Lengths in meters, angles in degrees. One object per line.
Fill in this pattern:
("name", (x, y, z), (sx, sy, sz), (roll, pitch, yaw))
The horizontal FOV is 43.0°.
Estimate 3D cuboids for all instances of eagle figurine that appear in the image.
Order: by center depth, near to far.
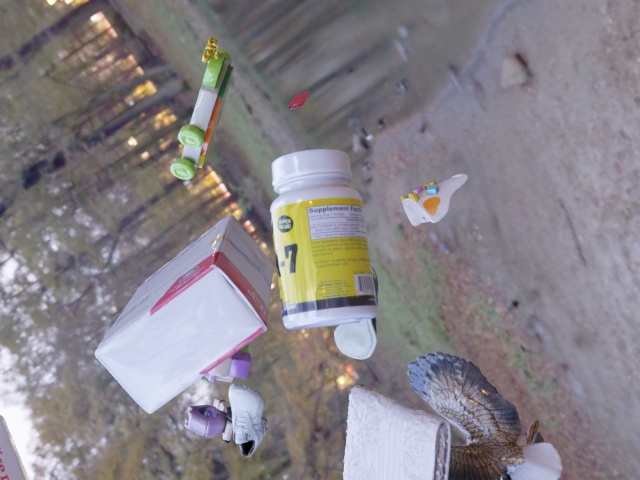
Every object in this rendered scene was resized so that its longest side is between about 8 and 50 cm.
("eagle figurine", (0.281, 0.381, 1.533), (0.298, 0.225, 0.226), (36, -160, -15))

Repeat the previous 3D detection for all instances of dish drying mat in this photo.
("dish drying mat", (-0.040, -0.268, 1.549), (0.083, 0.032, 0.008), (-69, -39, -64))

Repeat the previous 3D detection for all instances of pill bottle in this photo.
("pill bottle", (0.000, 0.000, 1.008), (0.119, 0.119, 0.209), (76, -174, -80))

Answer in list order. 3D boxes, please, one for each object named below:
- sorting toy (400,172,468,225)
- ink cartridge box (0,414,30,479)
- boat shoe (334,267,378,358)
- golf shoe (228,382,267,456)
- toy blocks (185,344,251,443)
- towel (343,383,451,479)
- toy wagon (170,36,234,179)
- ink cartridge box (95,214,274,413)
("sorting toy", (0.142, -0.056, 0.986), (0.045, 0.075, 0.083), (56, 171, -4))
("ink cartridge box", (-0.593, 0.407, 1.212), (0.117, 0.283, 0.207), (-45, 68, 42))
("boat shoe", (0.073, 0.137, 1.504), (0.084, 0.079, 0.233), (13, 137, 15))
("golf shoe", (-0.147, 0.360, 1.617), (0.086, 0.069, 0.176), (-72, -24, -46))
("toy blocks", (-0.290, 0.223, 1.764), (0.260, 0.309, 0.288), (12, -168, -12))
("towel", (0.105, 0.371, 1.218), (0.187, 0.049, 0.282), (13, 106, 46))
("toy wagon", (-0.255, -0.308, 1.828), (0.068, 0.267, 0.344), (18, 145, -8))
("ink cartridge box", (-0.196, 0.101, 1.268), (0.131, 0.226, 0.306), (51, -171, -11))
